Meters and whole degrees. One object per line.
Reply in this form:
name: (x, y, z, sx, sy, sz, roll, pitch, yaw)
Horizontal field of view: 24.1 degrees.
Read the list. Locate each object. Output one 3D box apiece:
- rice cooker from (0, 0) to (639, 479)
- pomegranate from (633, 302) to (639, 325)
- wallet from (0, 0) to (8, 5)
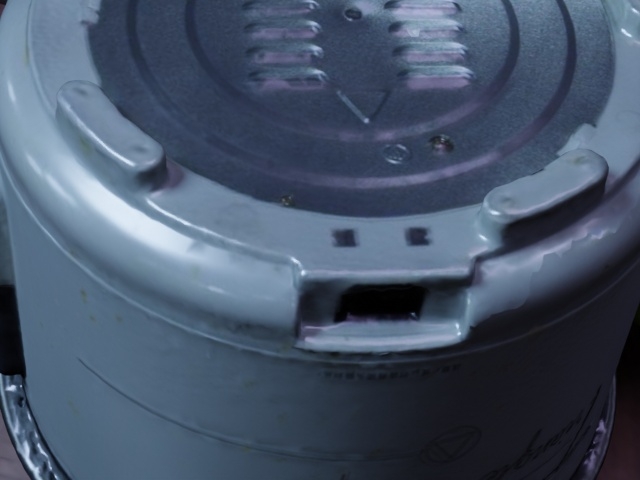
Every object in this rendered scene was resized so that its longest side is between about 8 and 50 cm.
rice cooker: (0.000, 0.000, 0.539, 0.241, 0.227, 0.280, -4, 50, -9)
pomegranate: (0.213, -0.081, 0.733, 0.358, 0.216, 0.310, 43, 21, 6)
wallet: (-0.169, -0.163, 0.638, 0.032, 0.124, 0.183, -32, 32, -17)
